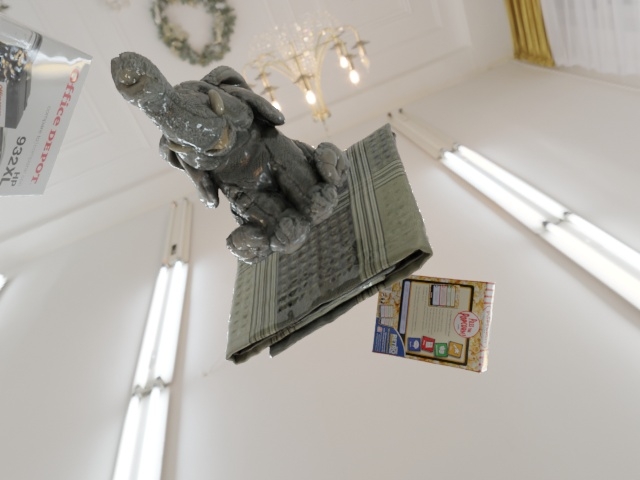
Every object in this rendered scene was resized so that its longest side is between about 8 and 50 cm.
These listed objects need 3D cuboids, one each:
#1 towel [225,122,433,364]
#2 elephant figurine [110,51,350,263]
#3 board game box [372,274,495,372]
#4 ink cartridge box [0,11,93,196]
[{"bbox_3d":[0.000,0.000,0.765,0.312,0.056,0.324,-31,-147,21],"label":"towel"},{"bbox_3d":[-0.096,-0.105,0.564,0.186,0.239,0.169,-21,-146,51],"label":"elephant figurine"},{"bbox_3d":[0.189,0.133,0.920,0.194,0.146,0.045,5,176,34],"label":"board game box"},{"bbox_3d":[-0.438,-0.172,0.636,0.129,0.223,0.307,25,-171,5],"label":"ink cartridge box"}]
